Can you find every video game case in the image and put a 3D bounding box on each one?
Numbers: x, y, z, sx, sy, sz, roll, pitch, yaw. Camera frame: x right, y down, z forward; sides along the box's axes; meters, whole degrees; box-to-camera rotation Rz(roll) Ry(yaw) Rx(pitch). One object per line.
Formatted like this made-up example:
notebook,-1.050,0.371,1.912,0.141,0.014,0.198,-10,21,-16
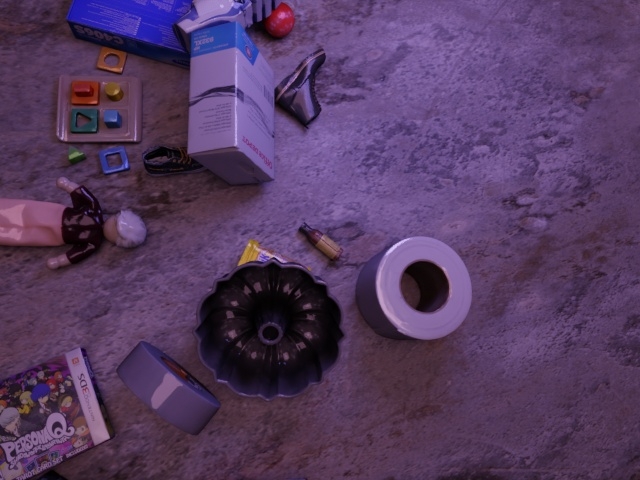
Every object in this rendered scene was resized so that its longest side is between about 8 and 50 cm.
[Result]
video game case,-0.586,0.372,0.952,0.231,0.042,0.210,-22,76,-16

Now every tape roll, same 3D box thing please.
tape roll,-0.314,0.306,0.944,0.219,0.219,0.072,41,73,-1
tape roll,0.227,0.125,1.130,0.245,0.169,0.247,3,76,-12

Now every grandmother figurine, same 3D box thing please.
grandmother figurine,-0.578,-0.039,1.033,0.341,0.104,0.208,6,104,-14

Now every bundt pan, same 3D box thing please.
bundt pan,-0.111,0.184,1.022,0.330,0.124,0.331,-1,105,-3

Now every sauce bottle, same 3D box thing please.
sauce bottle,0.000,0.000,1.174,0.128,0.042,0.042,40,73,-1

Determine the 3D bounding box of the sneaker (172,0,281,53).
sneaker,-0.260,-0.612,1.145,0.315,0.127,0.182,-42,83,-18

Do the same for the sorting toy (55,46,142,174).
sorting toy,-0.550,-0.336,1.125,0.195,0.047,0.348,-2,78,-13

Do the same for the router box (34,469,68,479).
router box,-0.460,0.545,0.812,0.242,0.309,0.081,35,71,-2

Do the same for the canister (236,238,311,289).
canister,-0.122,0.087,1.112,0.169,0.073,0.126,25,74,-8

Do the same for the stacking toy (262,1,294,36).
stacking toy,-0.180,-0.719,1.253,0.141,0.141,0.331,-33,90,-17

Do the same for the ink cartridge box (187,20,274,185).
ink cartridge box,-0.206,-0.315,1.092,0.128,0.223,0.308,-5,77,15

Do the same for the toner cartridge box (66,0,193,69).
toner cartridge box,-0.450,-0.571,1.185,0.347,0.075,0.166,13,76,-9

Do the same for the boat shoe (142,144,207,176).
boat shoe,-0.346,-0.204,1.122,0.183,0.083,0.065,-16,82,-15

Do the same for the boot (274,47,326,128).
boot,-0.023,-0.418,1.253,0.137,0.077,0.198,43,86,-5

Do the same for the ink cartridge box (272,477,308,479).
ink cartridge box,-0.078,0.628,0.972,0.127,0.128,0.177,2,78,-12
